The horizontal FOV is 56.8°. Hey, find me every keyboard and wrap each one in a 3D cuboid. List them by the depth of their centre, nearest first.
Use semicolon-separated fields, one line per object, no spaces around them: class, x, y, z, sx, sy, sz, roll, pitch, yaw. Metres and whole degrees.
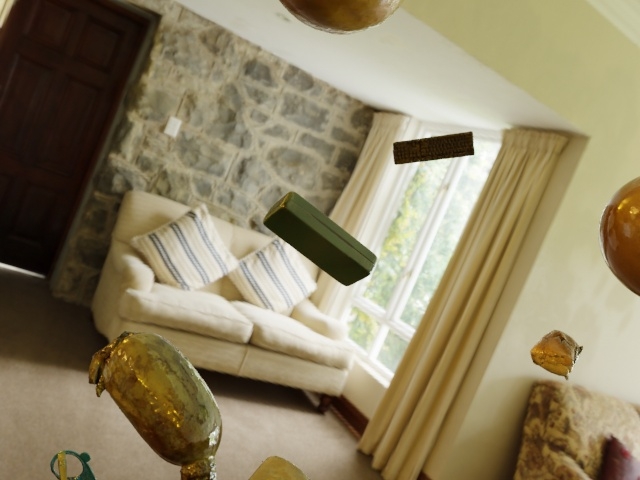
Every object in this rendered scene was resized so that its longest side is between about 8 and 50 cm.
keyboard;0.274;-0.222;1.438;0.196;0.060;0.018;-7;16;7

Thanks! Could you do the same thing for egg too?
egg;0.688;0.005;1.147;0.322;0.250;0.250;34;-3;-32

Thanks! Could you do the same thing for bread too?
bread;0.404;0.189;1.012;0.072;0.053;0.106;23;21;29

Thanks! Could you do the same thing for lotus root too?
lotus root;-0.273;0.295;1.050;0.309;0.173;0.173;52;8;7

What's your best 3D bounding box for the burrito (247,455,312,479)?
burrito;-0.099;0.502;0.885;0.135;0.190;0.332;-20;11;40

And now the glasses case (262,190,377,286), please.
glasses case;0.000;0.000;0.953;0.184;0.039;0.078;38;-36;-15

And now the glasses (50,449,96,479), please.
glasses;-0.743;0.747;1.714;0.102;0.238;0.207;-10;11;20

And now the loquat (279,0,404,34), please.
loquat;0.036;-0.438;0.834;0.275;0.274;0.275;22;4;-2
